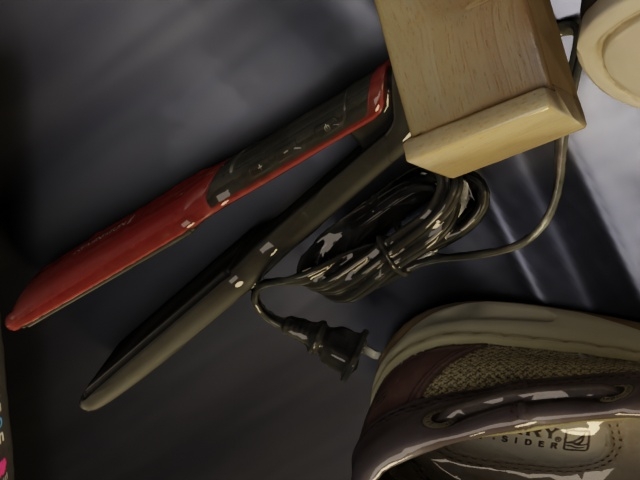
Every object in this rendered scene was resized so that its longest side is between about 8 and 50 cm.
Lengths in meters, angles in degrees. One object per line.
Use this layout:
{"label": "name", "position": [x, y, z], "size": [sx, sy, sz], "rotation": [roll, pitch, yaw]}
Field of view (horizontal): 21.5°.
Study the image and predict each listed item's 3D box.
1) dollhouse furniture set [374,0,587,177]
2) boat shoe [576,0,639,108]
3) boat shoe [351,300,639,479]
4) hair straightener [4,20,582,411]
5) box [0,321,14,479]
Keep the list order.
{"label": "dollhouse furniture set", "position": [0.058, -0.133, 0.403], "size": [0.161, 0.101, 0.182], "rotation": [-21, 73, 24]}
{"label": "boat shoe", "position": [0.227, -0.112, 0.433], "size": [0.335, 0.096, 0.112], "rotation": [-14, 147, 26]}
{"label": "boat shoe", "position": [0.147, 0.082, 0.539], "size": [0.285, 0.092, 0.103], "rotation": [7, 121, 15]}
{"label": "hair straightener", "position": [0.000, 0.000, 0.578], "size": [0.230, 0.047, 0.089], "rotation": [-32, 104, 23]}
{"label": "box", "position": [-0.215, 0.076, 0.604], "size": [0.165, 0.143, 0.270], "rotation": [12, 120, 21]}
